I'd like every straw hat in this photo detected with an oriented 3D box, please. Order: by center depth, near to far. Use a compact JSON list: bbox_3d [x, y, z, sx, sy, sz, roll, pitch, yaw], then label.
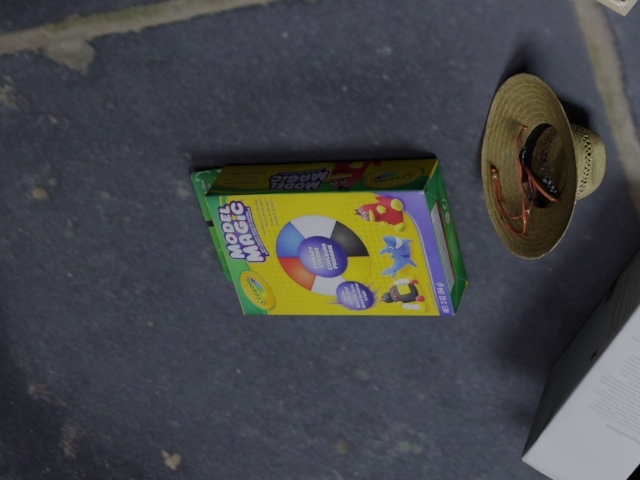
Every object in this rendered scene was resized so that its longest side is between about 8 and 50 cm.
[{"bbox_3d":[0.179,-0.057,1.232,0.061,0.144,0.144,-6,136,-23],"label":"straw hat"}]

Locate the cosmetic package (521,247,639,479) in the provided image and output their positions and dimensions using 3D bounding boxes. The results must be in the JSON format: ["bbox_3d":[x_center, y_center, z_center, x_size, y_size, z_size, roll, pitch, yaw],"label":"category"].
[{"bbox_3d":[0.250,0.090,1.290,0.085,0.117,0.231,29,130,-1],"label":"cosmetic package"}]

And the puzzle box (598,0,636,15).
[{"bbox_3d":[0.187,-0.356,1.001,0.272,0.052,0.409,30,132,-4],"label":"puzzle box"}]

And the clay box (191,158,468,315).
[{"bbox_3d":[0.000,0.000,1.360,0.222,0.053,0.127,-2,125,22],"label":"clay box"}]
